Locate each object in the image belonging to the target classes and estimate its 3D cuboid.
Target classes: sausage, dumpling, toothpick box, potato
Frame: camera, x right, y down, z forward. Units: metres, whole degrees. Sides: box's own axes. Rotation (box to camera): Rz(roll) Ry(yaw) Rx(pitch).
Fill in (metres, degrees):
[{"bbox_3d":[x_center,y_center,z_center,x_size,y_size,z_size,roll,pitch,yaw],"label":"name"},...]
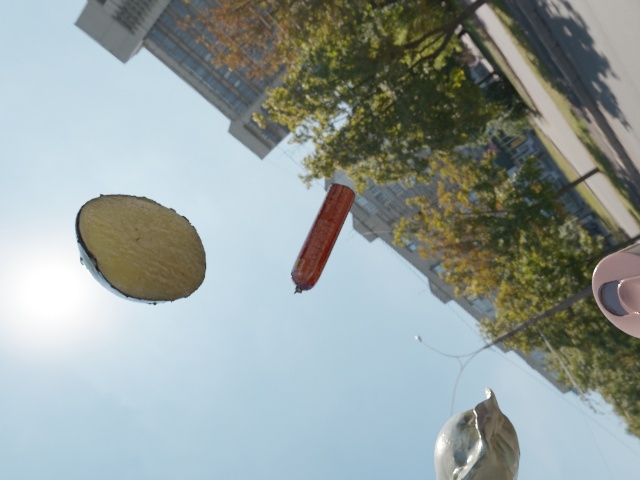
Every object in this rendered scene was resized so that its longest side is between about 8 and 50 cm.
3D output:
[{"bbox_3d":[0.000,0.000,0.470,0.034,0.034,0.130,37,-114,-30],"label":"sausage"},{"bbox_3d":[0.210,0.274,0.577,0.108,0.127,0.188,27,-135,24],"label":"dumpling"},{"bbox_3d":[0.398,0.039,0.488,0.148,0.098,0.099,-16,-115,-18],"label":"toothpick box"},{"bbox_3d":[-0.295,0.031,0.695,0.202,0.117,0.182,12,-125,-45],"label":"potato"}]
